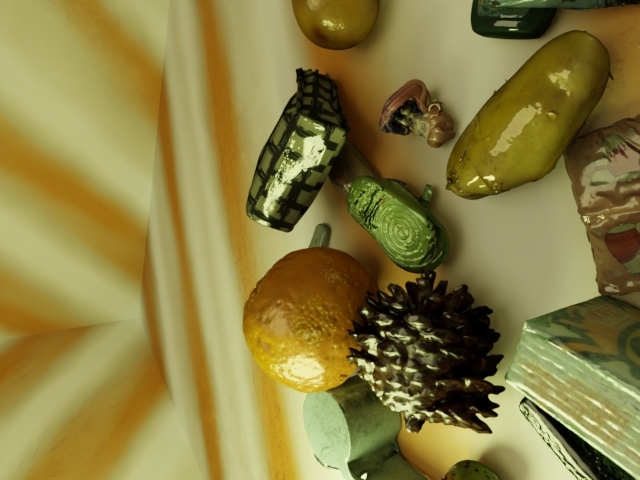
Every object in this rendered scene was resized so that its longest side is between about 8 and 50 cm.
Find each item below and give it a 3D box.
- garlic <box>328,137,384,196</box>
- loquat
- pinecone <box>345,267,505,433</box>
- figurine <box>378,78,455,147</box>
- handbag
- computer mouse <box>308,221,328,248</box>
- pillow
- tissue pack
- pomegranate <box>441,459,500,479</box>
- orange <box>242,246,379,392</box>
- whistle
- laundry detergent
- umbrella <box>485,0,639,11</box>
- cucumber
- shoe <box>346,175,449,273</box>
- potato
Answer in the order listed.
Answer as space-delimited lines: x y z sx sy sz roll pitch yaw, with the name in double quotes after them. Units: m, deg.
0.075 -0.160 1.116 0.101 0.086 0.196 -50 52 29 "garlic"
0.034 -0.545 1.034 0.208 0.207 0.208 9 101 53 "loquat"
0.197 0.202 0.849 0.298 0.242 0.296 9 99 32 "pinecone"
0.205 -0.255 0.919 0.156 0.114 0.126 22 148 21 "figurine"
-0.061 -0.243 1.153 0.325 0.162 0.327 -57 20 36 "handbag"
0.000 0.000 1.281 0.056 0.032 0.110 33 110 47 "computer mouse"
0.443 -0.051 0.648 0.135 0.049 0.249 -25 70 52 "pillow"
0.426 0.193 0.546 0.310 0.227 0.128 34 122 48 "tissue pack"
0.303 0.500 0.856 0.159 0.129 0.129 47 135 5 "pomegranate"
-0.027 0.174 1.068 0.341 0.293 0.340 -62 5 9 "orange"
0.107 0.488 1.072 0.405 0.168 0.188 57 135 34 "whistle"
0.332 -0.450 0.733 0.144 0.078 0.222 26 112 40 "laundry detergent"
0.366 -0.366 0.655 0.250 0.052 0.053 15 72 28 "umbrella"
0.418 0.340 0.708 0.241 0.074 0.075 55 134 33 "cucumber"
0.171 -0.054 0.956 0.262 0.128 0.140 40 135 26 "shoe"
0.316 -0.176 0.711 0.300 0.140 0.173 -53 15 35 "potato"
